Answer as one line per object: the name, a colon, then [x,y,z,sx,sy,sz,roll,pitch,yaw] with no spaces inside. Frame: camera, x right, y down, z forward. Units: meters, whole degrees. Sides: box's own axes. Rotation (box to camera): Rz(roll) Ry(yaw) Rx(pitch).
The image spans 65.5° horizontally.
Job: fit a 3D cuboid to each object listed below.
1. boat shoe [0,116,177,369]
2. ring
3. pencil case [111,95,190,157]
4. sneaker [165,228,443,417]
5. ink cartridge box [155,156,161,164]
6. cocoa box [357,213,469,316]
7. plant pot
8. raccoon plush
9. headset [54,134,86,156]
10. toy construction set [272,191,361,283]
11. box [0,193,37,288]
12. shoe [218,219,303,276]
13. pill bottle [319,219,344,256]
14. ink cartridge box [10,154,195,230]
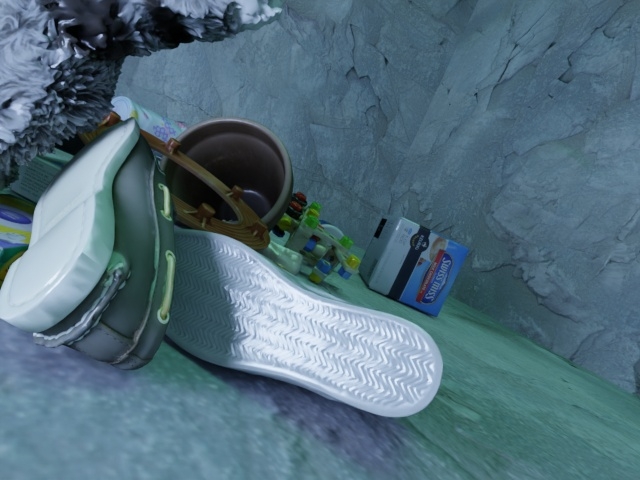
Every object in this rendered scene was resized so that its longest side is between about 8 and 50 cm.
boat shoe: [-0.177,-0.016,0.425,0.091,0.109,0.305,49,10,-34]
ring: [-0.210,-0.100,0.769,0.336,0.032,0.336,38,10,-7]
pencil case: [-0.424,-0.274,1.293,0.124,0.114,0.273,38,12,29]
sneaker: [-0.027,0.088,0.484,0.292,0.108,0.169,22,-11,19]
ink cartridge box: [-0.440,-0.169,1.314,0.219,0.093,0.160,26,5,30]
cocoa box: [0.280,0.065,1.586,0.227,0.232,0.347,25,4,-3]
plant pot: [-0.181,-0.091,1.053,0.263,0.263,0.229,25,-15,9]
raccoon plush: [-0.275,-0.152,0.532,0.446,0.216,0.299,-4,0,-14]
headset: [-0.513,-0.196,0.736,0.394,0.185,0.243,28,-1,-27]
toy construction set: [-0.014,-0.006,1.226,0.215,0.151,0.328,34,2,-6]
box: [-0.282,-0.005,0.449,0.105,0.043,0.179,25,2,-2]
shoe: [-0.132,0.008,0.874,0.219,0.058,0.077,27,-22,10]
pill bottle: [0.000,0.000,1.544,0.124,0.124,0.221,24,3,-11]
ink cartridge box: [-0.265,-0.034,0.782,0.296,0.066,0.261,25,4,12]
